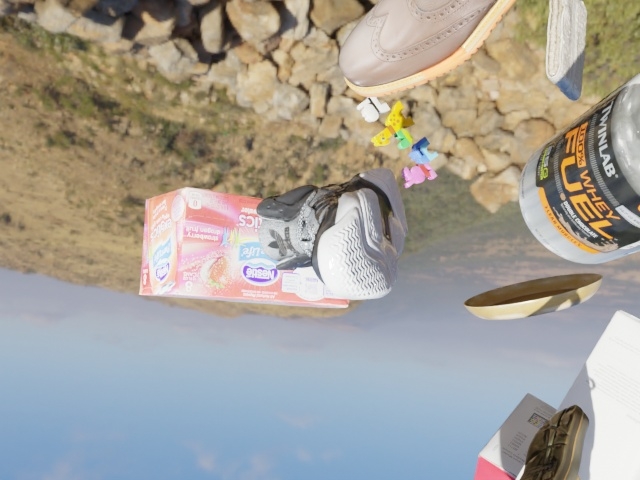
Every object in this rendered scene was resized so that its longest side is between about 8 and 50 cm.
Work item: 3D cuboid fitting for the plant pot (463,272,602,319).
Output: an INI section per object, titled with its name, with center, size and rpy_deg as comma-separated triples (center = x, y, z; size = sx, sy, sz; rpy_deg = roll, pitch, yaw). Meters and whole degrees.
[plant pot]
center = 0.370, 0.100, 1.165
size = 0.236, 0.032, 0.236
rpy_deg = -13, 180, 0

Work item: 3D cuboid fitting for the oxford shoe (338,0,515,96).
[oxford shoe]
center = 0.125, -0.269, 0.627
size = 0.133, 0.130, 0.364
rpy_deg = 13, 145, -40

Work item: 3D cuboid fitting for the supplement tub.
[supplement tub]
center = 0.422, -0.097, 0.868
size = 0.207, 0.207, 0.338
rpy_deg = 8, 165, -8

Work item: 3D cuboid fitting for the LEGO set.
[LEGO set]
center = 0.151, -0.202, 1.363
size = 0.093, 0.227, 0.087
rpy_deg = -38, -174, -14

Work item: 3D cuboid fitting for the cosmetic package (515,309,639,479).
[cosmetic package]
center = 0.477, 0.319, 1.069
size = 0.197, 0.365, 0.155
rpy_deg = 26, -173, -46

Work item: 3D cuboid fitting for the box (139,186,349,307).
[box]
center = -0.108, 0.021, 1.027
size = 0.300, 0.154, 0.142
rpy_deg = 7, 171, -36

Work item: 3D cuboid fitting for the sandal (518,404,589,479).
[sandal]
center = 0.227, 0.262, 0.665
size = 0.060, 0.219, 0.090
rpy_deg = 42, 141, 1

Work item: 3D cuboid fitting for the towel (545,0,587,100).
[towel]
center = 0.648, -0.524, 1.747
size = 0.049, 0.282, 0.187
rpy_deg = -1, 169, 40

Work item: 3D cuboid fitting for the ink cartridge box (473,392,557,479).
[ink cartridge box]
center = 0.393, 0.522, 1.375
size = 0.130, 0.309, 0.272
rpy_deg = 27, -135, 33

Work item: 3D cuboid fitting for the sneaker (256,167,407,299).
[sneaker]
center = 0.000, 0.000, 0.691
size = 0.153, 0.101, 0.268
rpy_deg = -12, -166, 18
